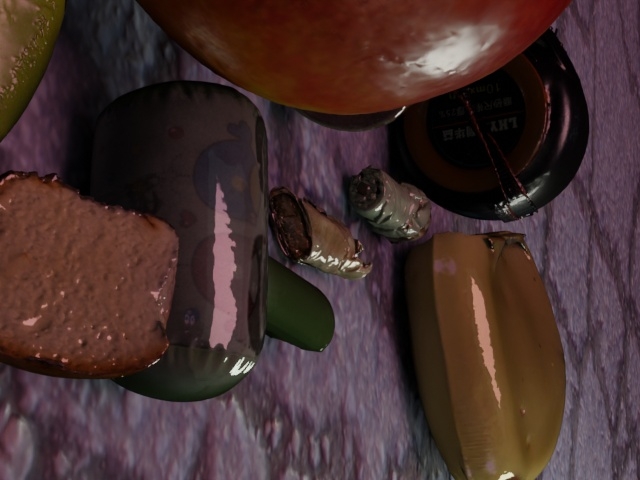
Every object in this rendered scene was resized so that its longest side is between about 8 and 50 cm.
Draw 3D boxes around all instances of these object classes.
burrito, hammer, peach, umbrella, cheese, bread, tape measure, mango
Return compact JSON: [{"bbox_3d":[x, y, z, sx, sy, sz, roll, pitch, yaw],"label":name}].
[{"bbox_3d":[0.000,0.000,1.177,0.149,0.041,0.055,33,42,-57],"label":"burrito"},{"bbox_3d":[-0.059,0.027,0.970,0.335,0.119,0.206,41,49,-67],"label":"hammer"},{"bbox_3d":[0.007,-0.273,0.861,0.388,0.388,0.388,-5,90,-66],"label":"peach"},{"bbox_3d":[0.071,-0.034,1.332,0.067,0.062,0.143,60,16,22],"label":"umbrella"},{"bbox_3d":[0.182,0.142,1.473,0.259,0.128,0.316,-10,88,-59],"label":"cheese"},{"bbox_3d":[-0.145,0.025,0.768,0.044,0.129,0.126,116,-12,-54],"label":"bread"},{"bbox_3d":[0.178,-0.128,1.412,0.135,0.202,0.223,12,69,-62],"label":"tape measure"},{"bbox_3d":[-0.194,-0.104,0.721,0.165,0.074,0.091,-64,147,-32],"label":"mango"}]

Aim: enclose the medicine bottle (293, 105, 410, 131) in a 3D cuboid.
[{"bbox_3d":[0.063,-0.235,1.231,0.322,0.151,0.151,-62,140,-51],"label":"medicine bottle"}]
